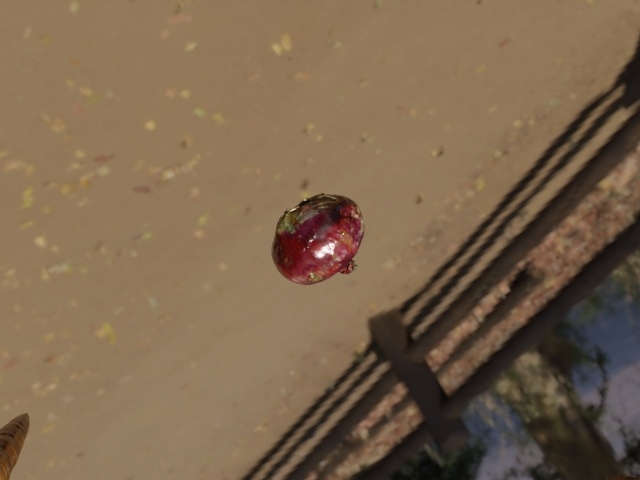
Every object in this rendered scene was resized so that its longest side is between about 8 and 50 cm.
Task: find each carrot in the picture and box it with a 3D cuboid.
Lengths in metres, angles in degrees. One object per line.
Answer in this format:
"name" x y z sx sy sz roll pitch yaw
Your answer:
"carrot" -0.301 0.202 1.069 0.048 0.048 0.216 -35 -171 10

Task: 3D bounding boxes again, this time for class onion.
"onion" 0.000 0.000 1.199 0.107 0.097 0.107 -39 -166 11

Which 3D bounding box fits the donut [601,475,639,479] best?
"donut" 0.265 0.290 0.947 0.166 0.184 0.073 20 174 -15
